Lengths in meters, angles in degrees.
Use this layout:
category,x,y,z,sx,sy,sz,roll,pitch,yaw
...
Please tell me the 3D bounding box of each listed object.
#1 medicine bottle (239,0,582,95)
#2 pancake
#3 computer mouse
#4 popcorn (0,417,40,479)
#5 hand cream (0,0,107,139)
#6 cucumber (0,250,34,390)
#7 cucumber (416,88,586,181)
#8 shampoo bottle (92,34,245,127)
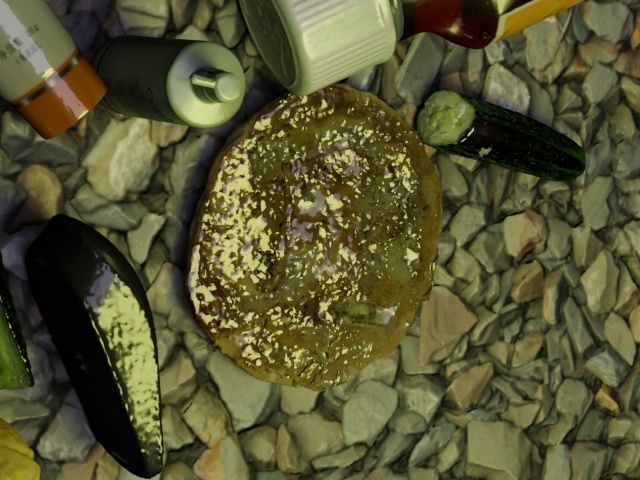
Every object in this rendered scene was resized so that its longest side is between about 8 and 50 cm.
category,x,y,z,sx,sy,sz,roll,pitch,yaw
medicine bottle,0.109,-0.312,1.539,0.395,0.242,0.242,-22,109,-17
pancake,0.001,0.000,1.626,0.356,0.065,0.356,-4,99,-27
computer mouse,-0.213,0.103,1.461,0.087,0.168,0.295,-26,113,-25
popcorn,-0.366,0.232,1.415,0.167,0.152,0.148,21,50,-8
hand cream,-0.334,-0.246,1.385,0.140,0.089,0.314,-44,109,-4
cucumber,-0.348,0.053,1.442,0.078,0.062,0.211,-11,113,7
cucumber,0.230,-0.122,1.731,0.241,0.074,0.074,13,92,-33
shampoo bottle,-0.144,-0.157,1.400,0.085,0.262,0.085,-5,101,-28
